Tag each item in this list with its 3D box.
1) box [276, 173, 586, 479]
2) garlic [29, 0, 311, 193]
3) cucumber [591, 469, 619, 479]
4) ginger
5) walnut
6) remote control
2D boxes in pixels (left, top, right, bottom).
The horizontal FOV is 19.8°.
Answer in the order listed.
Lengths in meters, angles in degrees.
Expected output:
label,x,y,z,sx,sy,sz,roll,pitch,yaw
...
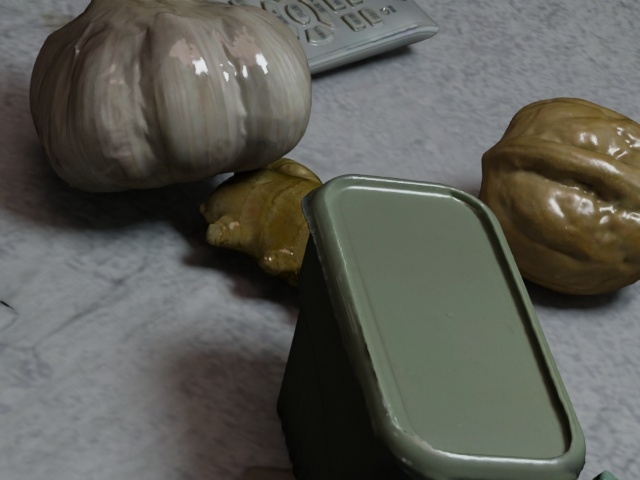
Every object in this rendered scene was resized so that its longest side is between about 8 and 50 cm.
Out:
label,x,y,z,sx,sy,sz,roll,pitch,yaw
box,0.049,0.104,1.154,0.138,0.178,0.274,7,37,-18
garlic,-0.119,-0.149,1.357,0.219,0.212,0.218,-8,14,2
cucumber,0.204,0.253,1.043,0.244,0.115,0.063,42,26,-13
ginger,-0.013,-0.004,1.353,0.115,0.081,0.205,25,13,-49
walnut,0.203,-0.032,1.445,0.167,0.149,0.166,2,70,-6
remote control,-0.038,-0.175,1.596,0.313,0.055,0.109,-21,59,-37
